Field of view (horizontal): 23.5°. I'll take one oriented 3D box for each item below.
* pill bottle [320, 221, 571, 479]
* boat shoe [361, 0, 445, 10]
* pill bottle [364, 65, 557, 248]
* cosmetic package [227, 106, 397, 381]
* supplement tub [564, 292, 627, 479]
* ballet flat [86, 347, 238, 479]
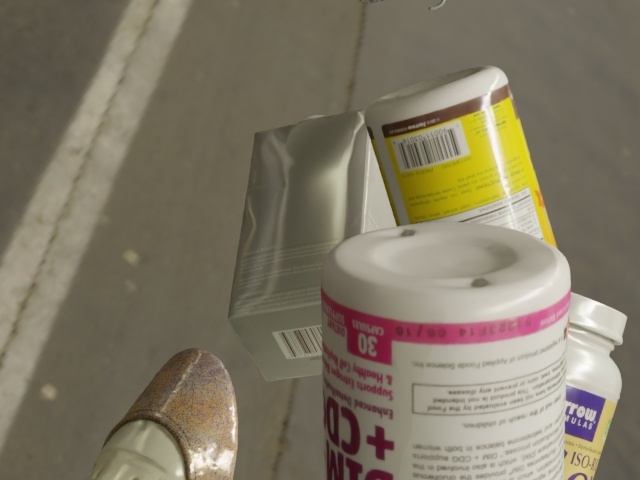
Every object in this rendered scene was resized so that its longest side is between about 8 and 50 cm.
[{"bbox_3d":[0.082,0.143,1.021,0.160,0.283,0.160,-1,17,0],"label":"pill bottle"},{"bbox_3d":[0.141,-0.322,1.716,0.095,0.254,0.079,46,30,-49],"label":"boat shoe"},{"bbox_3d":[0.118,-0.021,1.213,0.117,0.117,0.215,-33,108,-59],"label":"pill bottle"},{"bbox_3d":[0.000,0.000,1.404,0.238,0.127,0.107,-80,153,-43],"label":"cosmetic package"},{"bbox_3d":[0.195,0.211,1.721,0.241,0.331,0.241,18,-4,1],"label":"supplement tub"},{"bbox_3d":[-0.143,0.233,1.169,0.107,0.316,0.106,11,-4,31],"label":"ballet flat"}]
